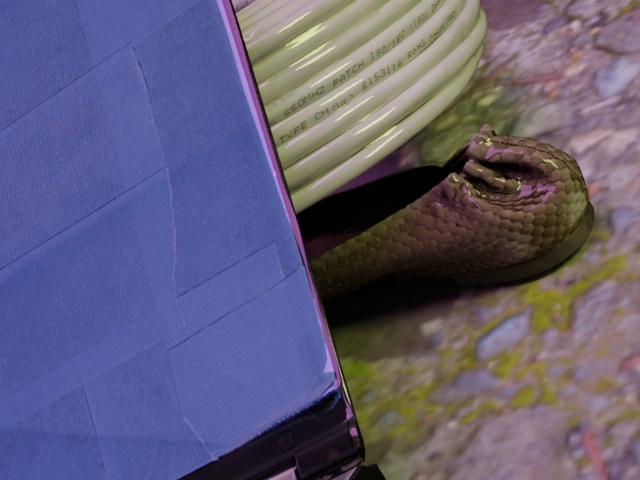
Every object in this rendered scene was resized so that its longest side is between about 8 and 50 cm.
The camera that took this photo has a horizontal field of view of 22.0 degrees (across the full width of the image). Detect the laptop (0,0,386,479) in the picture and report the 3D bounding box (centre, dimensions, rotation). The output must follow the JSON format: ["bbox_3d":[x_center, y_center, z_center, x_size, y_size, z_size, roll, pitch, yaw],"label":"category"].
[{"bbox_3d":[-0.204,0.087,0.559,0.382,0.236,0.408,-30,5,24],"label":"laptop"}]

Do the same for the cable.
[{"bbox_3d":[-0.046,-0.068,0.776,0.257,0.089,0.257,-20,18,32],"label":"cable"}]

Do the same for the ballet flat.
[{"bbox_3d":[0.000,0.000,0.734,0.250,0.058,0.084,-14,35,30],"label":"ballet flat"}]
